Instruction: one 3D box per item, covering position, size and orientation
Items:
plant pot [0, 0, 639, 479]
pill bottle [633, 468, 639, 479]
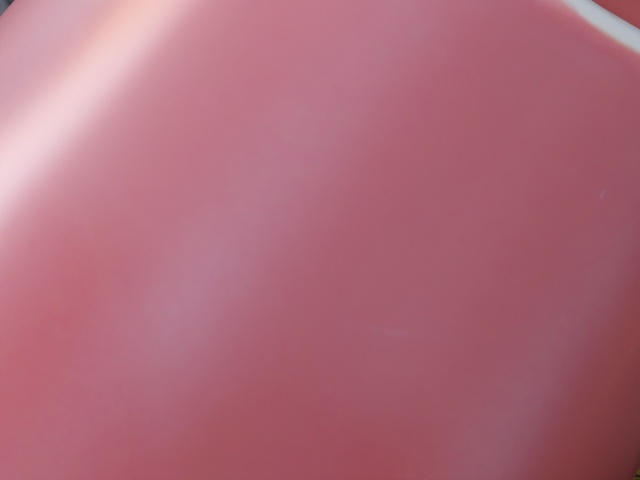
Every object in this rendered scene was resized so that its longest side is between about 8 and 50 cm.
[{"bbox_3d":[0.000,0.000,0.609,0.275,0.275,0.243,36,109,8],"label":"plant pot"},{"bbox_3d":[0.150,0.052,0.893,0.117,0.117,0.208,31,173,13],"label":"pill bottle"}]
